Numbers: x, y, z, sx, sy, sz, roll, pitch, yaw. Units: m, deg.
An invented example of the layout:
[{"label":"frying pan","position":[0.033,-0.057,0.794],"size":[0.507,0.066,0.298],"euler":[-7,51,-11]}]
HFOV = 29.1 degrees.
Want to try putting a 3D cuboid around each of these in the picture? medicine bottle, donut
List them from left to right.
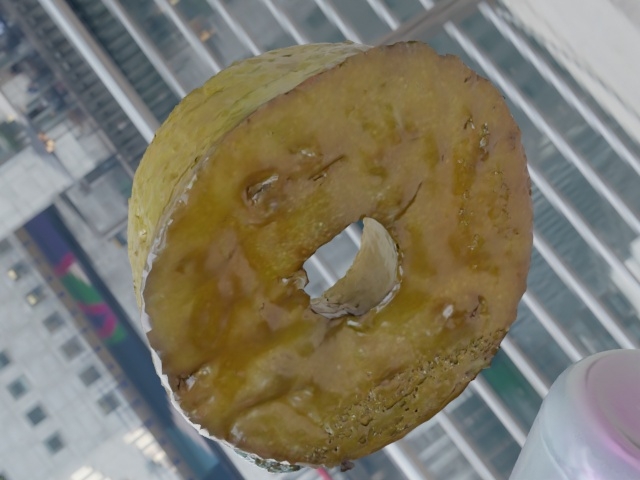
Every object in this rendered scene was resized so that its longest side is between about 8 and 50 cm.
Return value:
[{"label":"donut","position":[0.000,0.002,0.756],"size":[0.108,0.277,0.277],"euler":[37,164,50]},{"label":"medicine bottle","position":[0.277,0.288,1.093],"size":[0.256,0.256,0.325],"euler":[48,131,47]}]

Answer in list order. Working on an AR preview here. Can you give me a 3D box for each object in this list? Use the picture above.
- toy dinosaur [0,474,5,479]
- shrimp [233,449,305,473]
[{"label":"toy dinosaur","position":[-0.336,0.255,1.104],"size":[0.292,0.079,0.120],"euler":[50,-166,-38]},{"label":"shrimp","position":[-0.038,0.142,1.065],"size":[0.034,0.091,0.161],"euler":[-106,16,-57]}]
